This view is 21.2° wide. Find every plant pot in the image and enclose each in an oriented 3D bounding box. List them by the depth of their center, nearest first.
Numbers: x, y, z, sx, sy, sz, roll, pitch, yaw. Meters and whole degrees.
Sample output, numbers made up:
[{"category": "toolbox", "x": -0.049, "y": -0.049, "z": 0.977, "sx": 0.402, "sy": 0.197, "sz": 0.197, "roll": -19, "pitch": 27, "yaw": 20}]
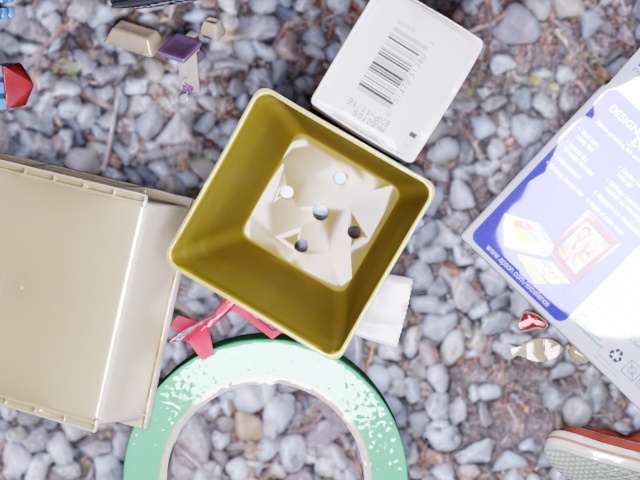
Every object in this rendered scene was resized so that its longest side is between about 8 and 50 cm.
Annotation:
[{"category": "plant pot", "x": -0.010, "y": -0.024, "z": 1.845, "sx": 0.212, "sy": 0.187, "sz": 0.212, "roll": 30, "pitch": 98, "yaw": 4}]

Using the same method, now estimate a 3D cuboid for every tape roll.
[{"category": "tape roll", "x": -0.062, "y": 0.267, "z": 1.951, "sx": 0.321, "sy": 0.077, "sz": 0.321, "roll": 0, "pitch": 94, "yaw": 0}]

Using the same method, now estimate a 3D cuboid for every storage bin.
[{"category": "storage bin", "x": -0.301, "y": 0.052, "z": 1.883, "sx": 0.260, "sy": 0.123, "sz": 0.262, "roll": 14, "pitch": 93, "yaw": 19}]

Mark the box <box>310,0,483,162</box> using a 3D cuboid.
[{"category": "box", "x": 0.073, "y": -0.170, "z": 1.811, "sx": 0.121, "sy": 0.311, "sz": 0.148, "roll": 31, "pitch": 91, "yaw": -2}]

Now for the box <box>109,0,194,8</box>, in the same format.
[{"category": "box", "x": -0.107, "y": -0.413, "z": 1.855, "sx": 0.293, "sy": 0.073, "sz": 0.295, "roll": -3, "pitch": 93, "yaw": 29}]

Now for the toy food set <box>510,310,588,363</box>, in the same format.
[{"category": "toy food set", "x": 0.281, "y": 0.103, "z": 1.976, "sx": 0.122, "sy": 0.019, "sz": 0.077, "roll": 4, "pitch": 93, "yaw": 7}]

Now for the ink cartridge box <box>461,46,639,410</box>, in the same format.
[{"category": "ink cartridge box", "x": 0.368, "y": -0.010, "z": 1.897, "sx": 0.303, "sy": 0.072, "sz": 0.307, "roll": 45, "pitch": 104, "yaw": 7}]

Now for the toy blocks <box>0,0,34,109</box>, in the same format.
[{"category": "toy blocks", "x": -0.448, "y": -0.275, "z": 1.821, "sx": 0.261, "sy": 0.191, "sz": 0.381, "roll": -3, "pitch": 98, "yaw": 16}]

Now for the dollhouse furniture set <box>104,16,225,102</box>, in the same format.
[{"category": "dollhouse furniture set", "x": -0.179, "y": -0.213, "z": 1.958, "sx": 0.114, "sy": 0.091, "sz": 0.081, "roll": 19, "pitch": 135, "yaw": 20}]

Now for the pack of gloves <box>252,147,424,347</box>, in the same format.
[{"category": "pack of gloves", "x": 0.000, "y": 0.000, "z": 1.963, "sx": 0.232, "sy": 0.046, "sz": 0.195, "roll": 14, "pitch": 97, "yaw": 6}]

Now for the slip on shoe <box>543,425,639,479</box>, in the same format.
[{"category": "slip on shoe", "x": 0.419, "y": 0.249, "z": 1.949, "sx": 0.331, "sy": 0.123, "sz": 0.101, "roll": 7, "pitch": 63, "yaw": 3}]

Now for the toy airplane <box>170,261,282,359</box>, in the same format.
[{"category": "toy airplane", "x": -0.104, "y": 0.076, "z": 1.919, "sx": 0.151, "sy": 0.028, "sz": 0.151, "roll": -4, "pitch": 57, "yaw": 7}]
